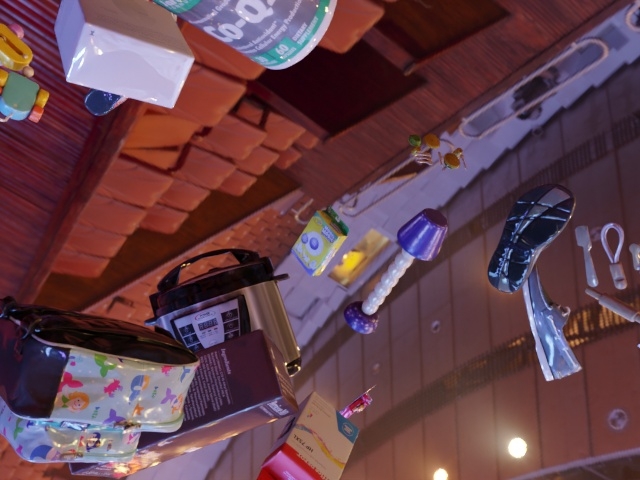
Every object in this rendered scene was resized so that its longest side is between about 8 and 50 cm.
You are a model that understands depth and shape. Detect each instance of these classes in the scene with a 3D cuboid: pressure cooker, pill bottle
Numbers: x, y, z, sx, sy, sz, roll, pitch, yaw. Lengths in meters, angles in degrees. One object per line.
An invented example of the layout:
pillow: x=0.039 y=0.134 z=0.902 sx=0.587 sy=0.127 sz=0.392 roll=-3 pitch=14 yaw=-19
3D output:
pressure cooker: x=-0.283 y=0.238 z=1.705 sx=0.370 sy=0.420 sz=0.376 roll=-12 pitch=172 yaw=-45
pill bottle: x=-0.161 y=-0.421 z=0.865 sx=0.204 sy=0.361 sz=0.204 roll=-17 pitch=-115 yaw=41

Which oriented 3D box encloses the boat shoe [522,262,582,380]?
boat shoe: x=0.571 y=0.192 z=1.454 sx=0.099 sy=0.319 sz=0.116 roll=-14 pitch=-172 yaw=19

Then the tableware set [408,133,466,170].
tableware set: x=0.300 y=-0.228 z=1.508 sx=0.024 sy=0.154 sz=0.104 roll=124 pitch=-35 yaw=-55

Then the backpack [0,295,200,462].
backpack: x=-0.302 y=0.188 z=0.790 sx=0.225 sy=0.254 sz=0.191 roll=11 pitch=-91 yaw=45

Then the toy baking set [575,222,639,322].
toy baking set: x=0.669 y=0.071 z=1.287 sx=0.256 sy=0.030 sz=0.196 roll=33 pitch=-56 yaw=46

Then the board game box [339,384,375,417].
board game box: x=0.097 y=0.459 z=1.604 sx=0.169 sy=0.033 sz=0.133 roll=-35 pitch=165 yaw=-13

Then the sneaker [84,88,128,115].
sneaker: x=-0.479 y=-0.429 z=1.499 sx=0.270 sy=0.090 sz=0.145 roll=-28 pitch=-149 yaw=14

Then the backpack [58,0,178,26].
backpack: x=-0.494 y=-0.597 z=1.488 sx=0.263 sy=0.277 sz=0.213 roll=-20 pitch=121 yaw=-52

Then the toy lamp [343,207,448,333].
toy lamp: x=0.133 y=0.056 z=1.029 sx=0.080 sy=0.080 sz=0.274 roll=-79 pitch=-165 yaw=-50

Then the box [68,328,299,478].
box: x=-0.247 y=0.308 z=1.081 sx=0.382 sy=0.191 sz=0.143 roll=-21 pitch=-115 yaw=-2

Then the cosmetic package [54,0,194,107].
cosmetic package: x=-0.418 y=-0.416 z=1.234 sx=0.138 sy=0.224 sz=0.224 roll=-57 pitch=-136 yaw=29

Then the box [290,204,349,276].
box: x=0.000 y=0.000 z=1.570 sx=0.105 sy=0.043 sz=0.179 roll=51 pitch=-57 yaw=26

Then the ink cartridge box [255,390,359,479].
ink cartridge box: x=-0.024 y=0.431 z=1.166 sx=0.078 sy=0.134 sz=0.231 roll=-49 pitch=-179 yaw=31

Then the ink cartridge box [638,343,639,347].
ink cartridge box: x=0.630 y=0.138 z=0.900 sx=0.171 sy=0.235 sz=0.056 roll=-59 pitch=-168 yaw=30

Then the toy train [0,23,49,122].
toy train: x=-0.387 y=-0.196 z=0.661 sx=0.046 sy=0.166 sz=0.125 roll=-29 pitch=177 yaw=39

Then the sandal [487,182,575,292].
sandal: x=0.488 y=-0.009 z=1.373 sx=0.086 sy=0.120 sz=0.302 roll=-23 pitch=144 yaw=-44
